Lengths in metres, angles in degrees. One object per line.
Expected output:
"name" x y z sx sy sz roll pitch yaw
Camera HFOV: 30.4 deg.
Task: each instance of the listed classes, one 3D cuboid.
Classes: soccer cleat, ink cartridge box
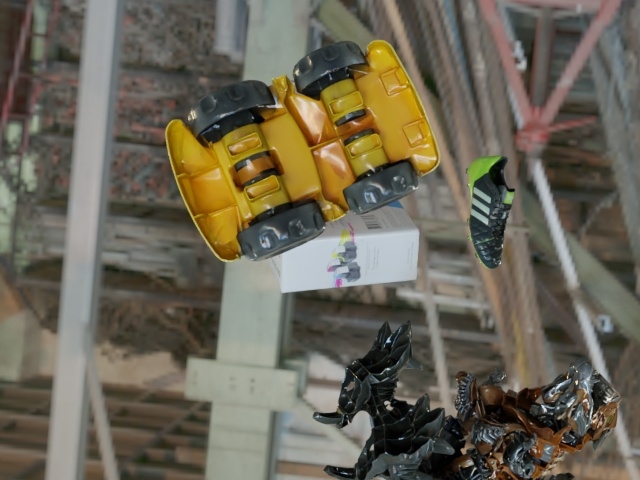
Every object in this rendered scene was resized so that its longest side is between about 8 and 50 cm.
"soccer cleat" 0.266 -0.046 1.817 0.072 0.178 0.060 -15 163 43
"ink cartridge box" 0.000 0.000 1.221 0.181 0.061 0.104 -5 -152 -13

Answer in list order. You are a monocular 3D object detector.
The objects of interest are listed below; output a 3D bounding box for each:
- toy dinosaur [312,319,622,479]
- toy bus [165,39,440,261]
"toy dinosaur" 0.115 0.210 1.064 0.218 0.322 0.164 47 171 -29
"toy bus" -0.011 -0.071 1.095 0.220 0.149 0.211 -23 173 1
